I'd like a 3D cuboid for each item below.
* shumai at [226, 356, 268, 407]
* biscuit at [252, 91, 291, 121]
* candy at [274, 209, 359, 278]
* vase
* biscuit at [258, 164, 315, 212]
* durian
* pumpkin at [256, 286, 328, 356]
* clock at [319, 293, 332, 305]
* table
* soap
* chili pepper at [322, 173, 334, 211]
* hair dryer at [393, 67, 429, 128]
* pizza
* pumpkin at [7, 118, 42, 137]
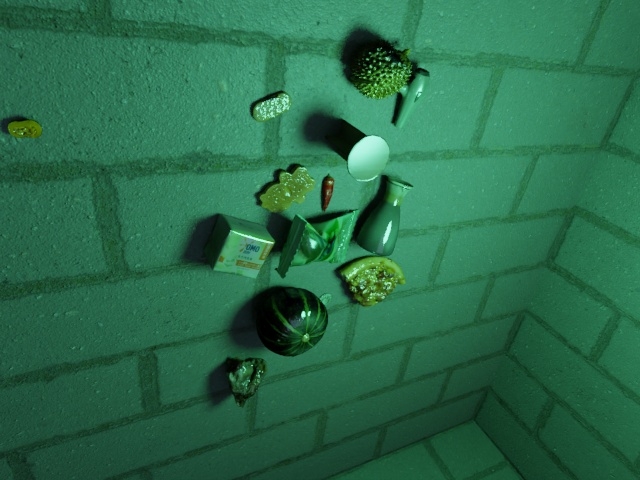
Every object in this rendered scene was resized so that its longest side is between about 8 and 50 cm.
[{"bbox_3d":[-0.371,0.629,2.013,0.185,0.184,0.218,34,116,-6],"label":"shumai"},{"bbox_3d":[-0.163,-0.451,1.459,0.147,0.018,0.071,-29,133,-12],"label":"biscuit"},{"bbox_3d":[0.005,0.003,1.778,0.397,0.172,0.263,-5,128,-42],"label":"candy"},{"bbox_3d":[0.284,-0.108,1.867,0.173,0.173,0.322,8,110,-34],"label":"vase"},{"bbox_3d":[-0.130,-0.190,1.647,0.225,0.036,0.166,-39,131,2],"label":"biscuit"},{"bbox_3d":[0.225,-0.598,1.472,0.237,0.138,0.193,-41,95,-7],"label":"durian"},{"bbox_3d":[-0.121,0.354,1.885,0.322,0.241,0.324,-14,128,-19],"label":"pumpkin"},{"bbox_3d":[0.021,0.289,2.077,0.074,0.010,0.083,19,111,-38],"label":"clock"},{"bbox_3d":[0.121,-0.337,1.561,0.167,0.227,0.167,-15,128,-20],"label":"table"},{"bbox_3d":[-0.306,0.023,1.622,0.199,0.138,0.182,16,111,-36],"label":"soap"},{"bbox_3d":[0.027,-0.185,1.744,0.045,0.027,0.178,-6,125,-27],"label":"chili pepper"},{"bbox_3d":[0.272,-0.529,1.636,0.266,0.092,0.229,-7,131,-9],"label":"hair dryer"},{"bbox_3d":[0.246,0.199,2.086,0.408,0.114,0.278,17,106,-34],"label":"pizza"},{"bbox_3d":[-0.804,-0.308,1.181,0.083,0.028,0.050,-6,122,-16],"label":"pumpkin"}]
